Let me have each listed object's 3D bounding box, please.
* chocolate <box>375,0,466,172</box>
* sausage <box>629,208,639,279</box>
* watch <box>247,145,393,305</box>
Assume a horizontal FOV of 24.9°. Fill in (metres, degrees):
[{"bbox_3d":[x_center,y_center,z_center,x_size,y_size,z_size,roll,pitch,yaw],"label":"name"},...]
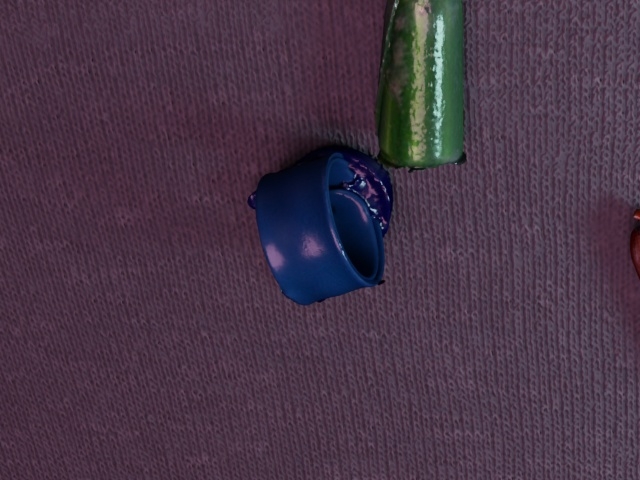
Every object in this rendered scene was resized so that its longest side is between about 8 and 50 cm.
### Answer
[{"bbox_3d":[0.117,-0.230,1.657,0.110,0.110,0.291,5,116,12],"label":"chocolate"},{"bbox_3d":[0.437,0.078,1.748,0.074,0.074,0.274,-18,111,22],"label":"sausage"},{"bbox_3d":[0.002,-0.009,1.745,0.171,0.200,0.196,-27,104,22],"label":"watch"}]
